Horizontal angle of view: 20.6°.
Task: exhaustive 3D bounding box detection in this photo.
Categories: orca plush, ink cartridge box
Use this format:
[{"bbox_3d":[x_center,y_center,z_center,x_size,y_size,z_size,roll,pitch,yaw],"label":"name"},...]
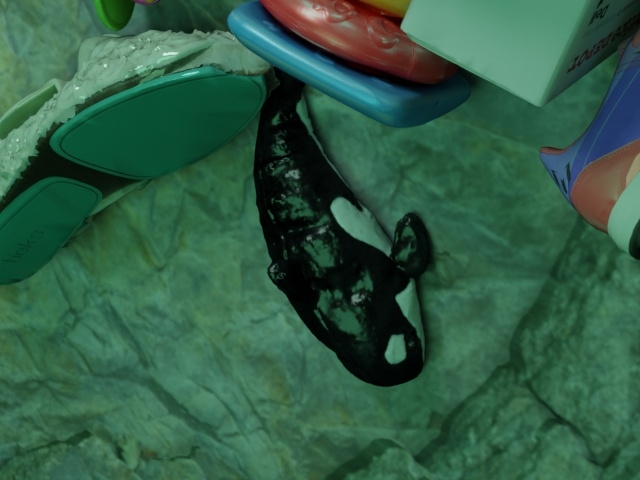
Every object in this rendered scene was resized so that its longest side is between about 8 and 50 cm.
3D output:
[{"bbox_3d":[0.000,0.000,1.443,0.151,0.102,0.287,-1,110,31],"label":"orca plush"},{"bbox_3d":[0.186,-0.250,1.159,0.117,0.201,0.278,32,123,15],"label":"ink cartridge box"}]

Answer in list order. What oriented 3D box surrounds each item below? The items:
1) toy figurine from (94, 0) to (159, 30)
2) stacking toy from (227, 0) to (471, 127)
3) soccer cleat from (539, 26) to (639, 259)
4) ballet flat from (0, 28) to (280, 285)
[{"bbox_3d":[-0.107,-0.246,1.405,0.159,0.130,0.173,3,125,20],"label":"toy figurine"},{"bbox_3d":[0.068,-0.248,1.280,0.166,0.175,0.301,31,112,18],"label":"stacking toy"},{"bbox_3d":[0.270,-0.141,1.186,0.116,0.109,0.318,42,107,30],"label":"soccer cleat"},{"bbox_3d":[-0.205,-0.099,1.513,0.409,0.147,0.147,-32,92,36],"label":"ballet flat"}]
